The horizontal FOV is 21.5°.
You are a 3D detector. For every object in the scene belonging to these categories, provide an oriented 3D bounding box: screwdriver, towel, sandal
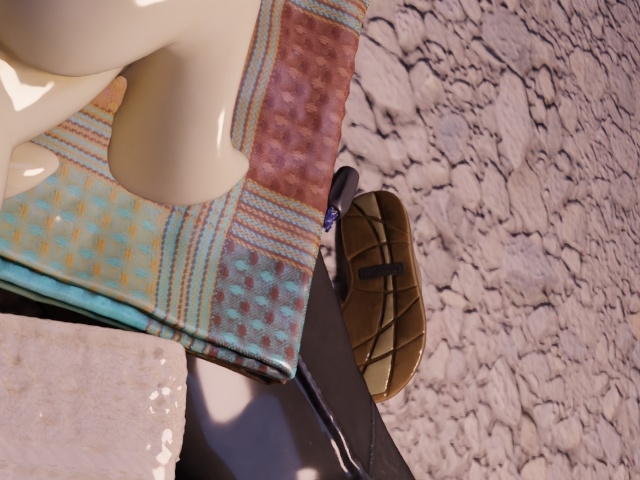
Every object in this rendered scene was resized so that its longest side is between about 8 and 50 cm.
[{"bbox_3d":[0.000,0.000,1.290,0.024,0.025,0.170,59,33,-30],"label":"screwdriver"},{"bbox_3d":[-0.143,-0.104,0.866,0.370,0.040,0.271,23,65,-27],"label":"towel"},{"bbox_3d":[0.048,0.046,1.327,0.049,0.072,0.180,71,15,-60],"label":"sandal"},{"bbox_3d":[-0.189,0.120,0.768,0.282,0.049,0.187,12,71,-32],"label":"towel"}]

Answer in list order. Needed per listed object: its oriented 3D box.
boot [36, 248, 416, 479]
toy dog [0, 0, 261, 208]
[{"bbox_3d":[-0.107,0.078,0.936,0.367,0.146,0.445,-42,115,-55],"label":"boot"},{"bbox_3d":[-0.168,-0.134,0.634,0.395,0.284,0.408,47,60,-56],"label":"toy dog"}]
